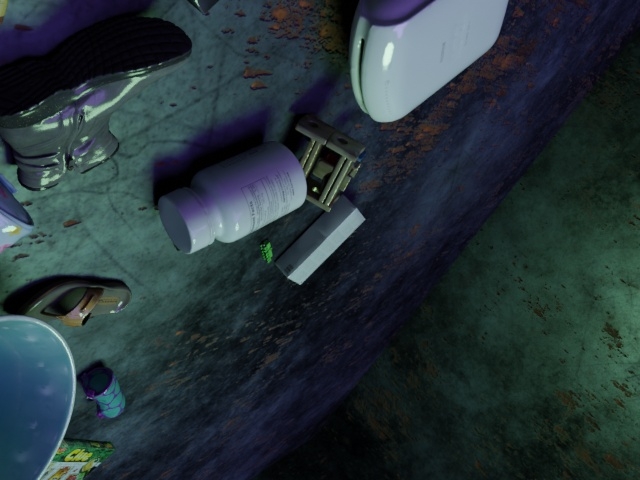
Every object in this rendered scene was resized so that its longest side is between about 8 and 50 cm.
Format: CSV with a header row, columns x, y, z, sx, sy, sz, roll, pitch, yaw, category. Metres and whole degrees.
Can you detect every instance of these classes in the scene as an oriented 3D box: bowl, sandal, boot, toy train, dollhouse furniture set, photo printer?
x,y,z,sx,sy,sz,roll,pitch,yaw,category
-0.502,0.229,0.770,0.311,0.163,0.311,13,90,-70,bowl
-0.395,0.113,0.970,0.090,0.060,0.219,-51,157,14,sandal
-0.269,-0.163,0.709,0.246,0.083,0.161,-30,161,-19,boot
-0.123,0.025,1.348,0.024,0.017,0.083,-48,160,-20,toy train
0.013,-0.173,1.139,0.129,0.129,0.184,-62,177,34,dollhouse furniture set
0.176,-0.350,0.970,0.307,0.107,0.256,-39,158,-12,photo printer

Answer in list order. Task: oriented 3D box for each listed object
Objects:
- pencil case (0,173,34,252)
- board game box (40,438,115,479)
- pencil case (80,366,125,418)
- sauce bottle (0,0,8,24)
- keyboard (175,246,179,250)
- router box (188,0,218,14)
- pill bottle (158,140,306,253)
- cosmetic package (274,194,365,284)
x,y,z,sx,sy,sz,roll,pitch,yaw,category
-0.457,0.030,0.646,0.273,0.113,0.124,-42,-171,-6,pencil case
-0.602,0.525,1.374,0.136,0.030,0.260,-44,158,-7,board game box
-0.454,0.321,1.226,0.070,0.064,0.152,-51,163,-31,pencil case
-0.294,-0.259,0.523,0.042,0.042,0.128,-13,143,-52,sauce bottle
-0.185,-0.044,1.093,0.192,0.038,0.100,-34,155,-26,keyboard
-0.106,-0.406,0.539,0.243,0.081,0.309,-44,158,-2,router box
-0.147,-0.071,0.986,0.229,0.131,0.131,-30,153,-32,pill bottle
0.000,0.000,1.457,0.239,0.060,0.099,-45,156,1,cosmetic package
